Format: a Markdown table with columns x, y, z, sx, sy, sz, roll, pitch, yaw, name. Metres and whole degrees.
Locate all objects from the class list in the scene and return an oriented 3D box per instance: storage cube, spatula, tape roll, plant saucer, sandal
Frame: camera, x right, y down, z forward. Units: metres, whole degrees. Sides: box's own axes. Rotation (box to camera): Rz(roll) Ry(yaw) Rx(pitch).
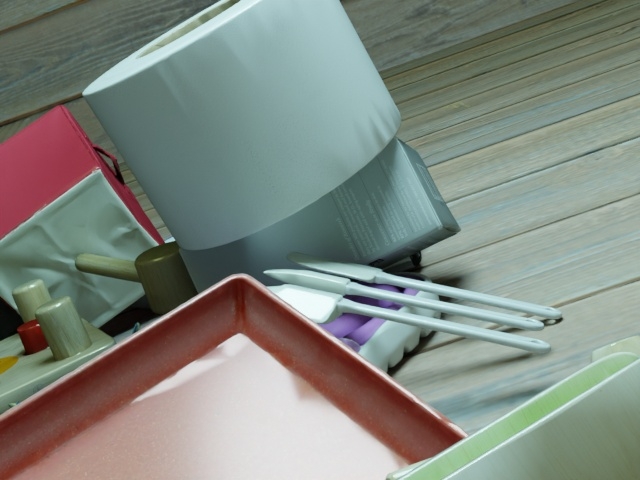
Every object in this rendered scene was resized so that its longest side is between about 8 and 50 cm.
| x | y | z | sx | sy | sz | roll | pitch | yaw | name |
| --- | --- | --- | --- | --- | --- | --- | --- | --- | --- |
| -0.318 | -0.012 | 1.280 | 0.215 | 0.183 | 0.193 | -37 | 39 | -5 | storage cube |
| 0.066 | 0.051 | 0.837 | 0.242 | 0.019 | 0.168 | 12 | 10 | 14 | spatula |
| -0.070 | -0.127 | 0.967 | 0.246 | 0.169 | 0.246 | -27 | 18 | 9 | tape roll |
| -0.073 | 0.150 | 0.644 | 0.259 | 0.047 | 0.258 | -31 | 42 | -27 | plant saucer |
| -0.042 | 0.097 | 0.846 | 0.169 | 0.102 | 0.416 | -12 | 13 | 32 | sandal |

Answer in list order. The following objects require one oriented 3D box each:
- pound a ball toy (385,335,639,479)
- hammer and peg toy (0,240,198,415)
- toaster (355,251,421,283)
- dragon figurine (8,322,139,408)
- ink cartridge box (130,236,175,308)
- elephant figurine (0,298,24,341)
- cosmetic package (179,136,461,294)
| x | y | z | sx | sy | sz | roll | pitch | yaw | name |
| --- | --- | --- | --- | --- | --- | --- | --- | --- | --- |
| 0.105 | 0.150 | 0.490 | 0.319 | 0.135 | 0.208 | -26 | -10 | -21 | pound a ball toy |
| -0.291 | 0.123 | 1.051 | 0.361 | 0.127 | 0.266 | -25 | 12 | -21 | hammer and peg toy |
| 0.038 | -0.044 | 1.162 | 0.110 | 0.185 | 0.168 | -23 | 20 | 9 | toaster |
| -0.200 | 0.177 | 0.802 | 0.144 | 0.085 | 0.289 | -1 | 29 | 47 | dragon figurine |
| -0.148 | 0.022 | 1.391 | 0.223 | 0.045 | 0.224 | -31 | 19 | -31 | ink cartridge box |
| -0.507 | 0.117 | 1.348 | 0.239 | 0.186 | 0.169 | -45 | -23 | 4 | elephant figurine |
| 0.000 | 0.000 | 1.011 | 0.238 | 0.107 | 0.127 | -30 | -8 | 14 | cosmetic package |
